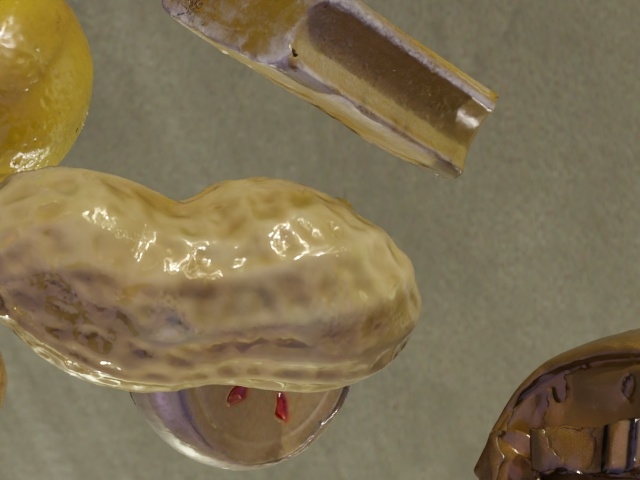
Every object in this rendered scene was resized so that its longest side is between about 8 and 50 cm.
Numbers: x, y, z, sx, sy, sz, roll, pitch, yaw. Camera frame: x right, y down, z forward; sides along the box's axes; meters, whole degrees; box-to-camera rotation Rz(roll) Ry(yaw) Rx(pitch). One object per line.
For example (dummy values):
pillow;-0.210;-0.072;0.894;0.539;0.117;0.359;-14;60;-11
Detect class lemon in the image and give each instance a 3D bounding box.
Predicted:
lemon;-0.370;-0.175;1.693;0.236;0.236;0.263;30;79;-14

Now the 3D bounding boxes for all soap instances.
soap;0.024;-0.128;1.122;0.257;0.160;0.080;28;94;-45

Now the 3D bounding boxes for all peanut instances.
peanut;-0.083;0.026;0.984;0.305;0.147;0.147;1;123;-16

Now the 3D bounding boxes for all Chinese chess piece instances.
Chinese chess piece;-0.075;0.099;1.483;0.103;0.250;0.249;10;134;48

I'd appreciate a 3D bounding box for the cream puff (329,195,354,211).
cream puff;0.000;0.000;1.318;0.083;0.083;0.058;-45;134;-2

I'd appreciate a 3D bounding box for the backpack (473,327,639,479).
backpack;0.286;0.214;1.083;0.201;0.378;0.353;13;98;-45

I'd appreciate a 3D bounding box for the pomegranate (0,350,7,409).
pomegranate;-0.517;0.190;1.971;0.215;0.215;0.215;2;122;3
